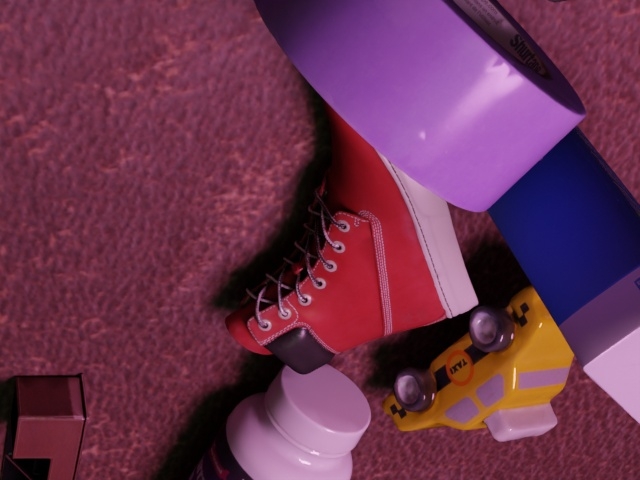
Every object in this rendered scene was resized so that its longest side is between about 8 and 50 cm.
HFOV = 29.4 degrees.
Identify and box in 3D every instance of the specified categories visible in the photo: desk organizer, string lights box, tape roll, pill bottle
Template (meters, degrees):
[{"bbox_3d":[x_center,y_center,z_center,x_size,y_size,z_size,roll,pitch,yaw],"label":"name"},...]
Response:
[{"bbox_3d":[-0.211,0.163,0.927,0.050,0.047,0.130,3,128,-19],"label":"desk organizer"},{"bbox_3d":[0.171,-0.001,0.779,0.077,0.259,0.133,-39,130,13],"label":"string lights box"},{"bbox_3d":[0.056,-0.111,0.693,0.189,0.189,0.080,30,113,-37],"label":"tape roll"},{"bbox_3d":[-0.041,0.189,0.968,0.108,0.108,0.193,15,122,-30],"label":"pill bottle"}]

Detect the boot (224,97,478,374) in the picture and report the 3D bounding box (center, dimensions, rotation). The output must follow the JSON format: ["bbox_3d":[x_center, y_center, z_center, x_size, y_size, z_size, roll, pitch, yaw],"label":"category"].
[{"bbox_3d":[0.000,0.000,0.840,0.176,0.088,0.244,-23,136,2],"label":"boot"}]

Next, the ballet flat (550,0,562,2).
[{"bbox_3d":[0.186,-0.224,0.752,0.057,0.049,0.173,38,109,-4],"label":"ballet flat"}]

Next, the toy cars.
[{"bbox_3d":[0.235,0.067,0.943,0.394,0.087,0.176,-25,157,0],"label":"toy cars"}]
